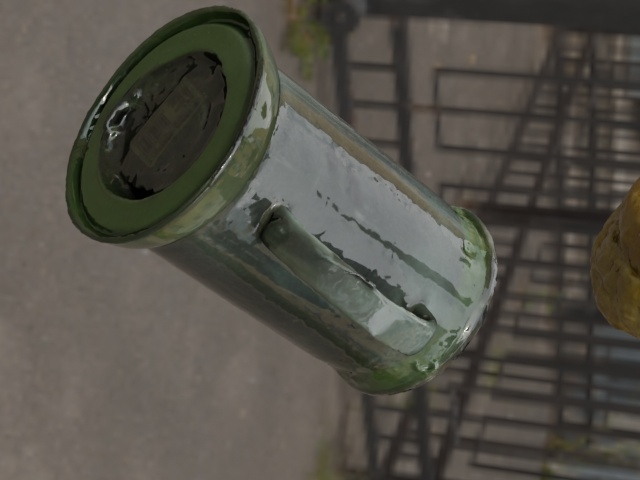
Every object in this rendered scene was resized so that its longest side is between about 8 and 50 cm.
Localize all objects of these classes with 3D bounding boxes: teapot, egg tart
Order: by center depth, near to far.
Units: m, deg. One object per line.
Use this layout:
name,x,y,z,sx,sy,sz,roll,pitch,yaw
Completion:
teapot,0.000,0.000,1.234,0.337,0.270,0.200,35,96,-38
egg tart,0.442,-0.014,1.793,0.128,0.318,0.319,58,38,-36
